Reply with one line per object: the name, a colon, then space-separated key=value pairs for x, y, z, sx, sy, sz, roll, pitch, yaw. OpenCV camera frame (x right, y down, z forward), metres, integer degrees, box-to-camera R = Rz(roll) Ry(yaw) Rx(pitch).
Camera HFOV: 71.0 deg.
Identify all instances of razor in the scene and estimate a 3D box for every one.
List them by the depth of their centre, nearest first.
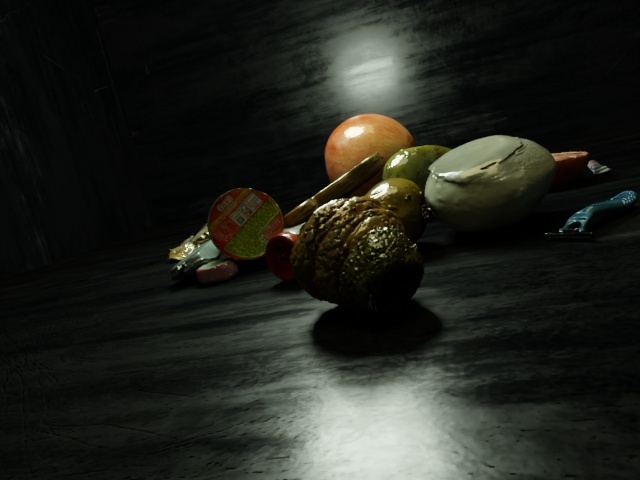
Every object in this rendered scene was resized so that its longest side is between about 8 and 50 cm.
razor: x=0.521 y=-0.052 z=0.832 sx=0.253 sy=0.042 sz=0.082 roll=-18 pitch=10 yaw=-31

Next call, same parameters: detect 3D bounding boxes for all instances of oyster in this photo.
oyster: x=-0.396 y=-0.009 z=1.603 sx=0.355 sy=0.107 sz=0.201 roll=-10 pitch=14 yaw=17

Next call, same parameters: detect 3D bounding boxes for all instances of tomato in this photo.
tomato: x=0.659 y=-0.201 z=1.323 sx=0.237 sy=0.095 sz=0.237 roll=-9 pitch=10 yaw=2

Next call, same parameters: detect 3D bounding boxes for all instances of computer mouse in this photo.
computer mouse: x=-0.326 y=0.061 z=1.217 sx=0.113 sy=0.068 sz=0.229 roll=-32 pitch=11 yaw=14

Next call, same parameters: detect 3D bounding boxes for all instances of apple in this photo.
apple: x=0.210 y=-0.299 z=1.731 sx=0.364 sy=0.363 sz=0.364 roll=-13 pitch=10 yaw=2

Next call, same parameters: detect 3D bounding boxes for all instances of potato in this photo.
potato: x=0.316 y=-0.177 z=1.336 sx=0.308 sy=0.210 sz=0.173 roll=-13 pitch=-15 yaw=-19

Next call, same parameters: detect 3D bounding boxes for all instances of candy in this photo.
candy: x=0.368 y=-0.115 z=0.978 sx=0.296 sy=0.185 sz=0.295 roll=-21 pitch=23 yaw=9
candy: x=-0.256 y=0.076 z=1.115 sx=0.103 sy=0.043 sz=0.103 roll=-13 pitch=10 yaw=2

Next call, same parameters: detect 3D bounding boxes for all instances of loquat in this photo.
loquat: x=0.150 y=-0.050 z=0.987 sx=0.204 sy=0.149 sz=0.172 roll=-31 pitch=13 yaw=44

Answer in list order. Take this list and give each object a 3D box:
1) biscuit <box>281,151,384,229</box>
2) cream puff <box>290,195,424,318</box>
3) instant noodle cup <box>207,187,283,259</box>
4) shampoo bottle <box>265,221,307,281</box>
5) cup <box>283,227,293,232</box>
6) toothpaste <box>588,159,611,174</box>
biscuit: x=0.005 y=-0.112 z=1.422 sx=0.394 sy=0.076 sz=0.368 roll=-37 pitch=3 yaw=-19
cream puff: x=0.066 y=0.040 z=0.650 sx=0.183 sy=0.183 sz=0.169 roll=-18 pitch=36 yaw=-24
instant noodle cup: x=-0.204 y=-0.025 z=1.221 sx=0.193 sy=0.193 sz=0.212 roll=-15 pitch=-6 yaw=-13
shampoo bottle: x=0.000 y=0.000 z=1.027 sx=0.104 sy=0.104 sz=0.278 roll=-6 pitch=13 yaw=36
cup: x=-0.063 y=0.000 z=1.196 sx=0.102 sy=0.074 sz=0.099 roll=-16 pitch=10 yaw=-16
toothpaste: x=0.859 y=-0.227 z=1.398 sx=0.045 sy=0.028 sz=0.170 roll=-16 pitch=12 yaw=24
